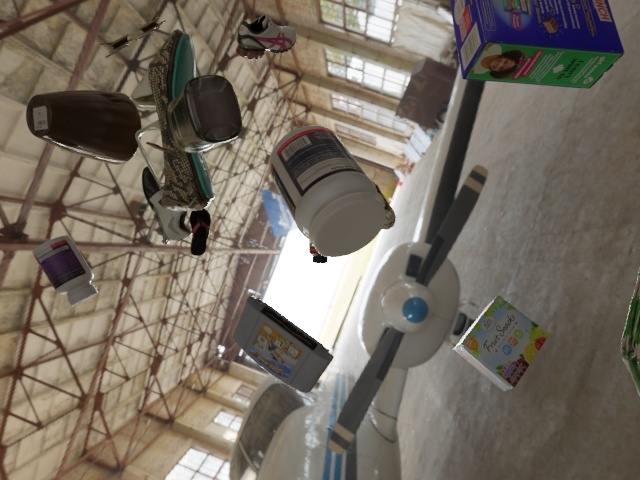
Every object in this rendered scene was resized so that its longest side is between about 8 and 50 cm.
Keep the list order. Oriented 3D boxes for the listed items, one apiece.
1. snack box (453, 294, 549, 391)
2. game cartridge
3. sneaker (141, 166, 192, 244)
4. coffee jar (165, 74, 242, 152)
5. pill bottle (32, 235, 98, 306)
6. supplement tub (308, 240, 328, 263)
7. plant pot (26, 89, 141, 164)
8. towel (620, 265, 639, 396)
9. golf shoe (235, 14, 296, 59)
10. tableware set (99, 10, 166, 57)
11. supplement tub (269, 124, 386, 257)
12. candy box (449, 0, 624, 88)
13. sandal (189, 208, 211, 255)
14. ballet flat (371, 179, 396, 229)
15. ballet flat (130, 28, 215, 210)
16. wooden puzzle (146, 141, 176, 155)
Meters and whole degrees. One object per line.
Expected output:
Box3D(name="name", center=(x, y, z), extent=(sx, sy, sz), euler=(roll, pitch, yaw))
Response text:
Box3D(name="snack box", center=(0.512, 0.288, 1.210), extent=(0.207, 0.174, 0.070), euler=(-40, -20, -25))
Box3D(name="game cartridge", center=(-0.121, 0.312, 1.250), extent=(0.062, 0.297, 0.198), euler=(-40, -19, -56))
Box3D(name="sneaker", center=(-0.624, -0.156, 1.769), extent=(0.122, 0.146, 0.330), euler=(-81, -23, -69))
Box3D(name="coffee jar", center=(-0.192, -0.195, 0.683), extent=(0.184, 0.079, 0.096), euler=(11, 116, 60))
Box3D(name="pill bottle", center=(-0.745, 0.092, 1.260), extent=(0.108, 0.193, 0.108), euler=(-30, 3, 2))
Box3D(name="supplement tub", center=(0.000, 0.000, 1.884), extent=(0.106, 0.106, 0.197), euler=(-37, -52, -81))
Box3D(name="plant pot", center=(-0.665, -0.325, 1.185), extent=(0.230, 0.215, 0.215), euler=(-13, -55, -63))
Box3D(name="towel", center=(0.648, 0.124, 0.834), extent=(0.248, 0.038, 0.324), euler=(41, -116, -37))
Box3D(name="golf shoe", center=(-0.120, -0.497, 1.029), extent=(0.186, 0.067, 0.086), euler=(-37, -22, -39))
Box3D(name="tableware set", center=(-0.559, -0.620, 1.273), extent=(0.039, 0.194, 0.128), euler=(60, -170, -35))
Box3D(name="supplement tub", center=(0.011, -0.115, 0.968), extent=(0.191, 0.191, 0.272), euler=(106, 146, -44))
Box3D(name="candy box", center=(0.474, -0.496, 0.964), extent=(0.122, 0.317, 0.268), euler=(106, 164, -69))
Box3D(name="sandal", center=(-0.389, -0.025, 1.383), extent=(0.040, 0.067, 0.179), euler=(-132, 46, -53))
Box3D(name="ballet flat", center=(0.192, -0.108, 1.401), extent=(0.091, 0.241, 0.077), euler=(-50, 37, -7))
Box3D(name="ballet flat", center=(-0.406, -0.312, 1.134), extent=(0.164, 0.182, 0.482), euler=(-10, -88, -86))
Box3D(name="wooden puzzle", center=(-0.353, -0.204, 0.948), extent=(0.049, 0.083, 0.006), euler=(22, -91, -52))
